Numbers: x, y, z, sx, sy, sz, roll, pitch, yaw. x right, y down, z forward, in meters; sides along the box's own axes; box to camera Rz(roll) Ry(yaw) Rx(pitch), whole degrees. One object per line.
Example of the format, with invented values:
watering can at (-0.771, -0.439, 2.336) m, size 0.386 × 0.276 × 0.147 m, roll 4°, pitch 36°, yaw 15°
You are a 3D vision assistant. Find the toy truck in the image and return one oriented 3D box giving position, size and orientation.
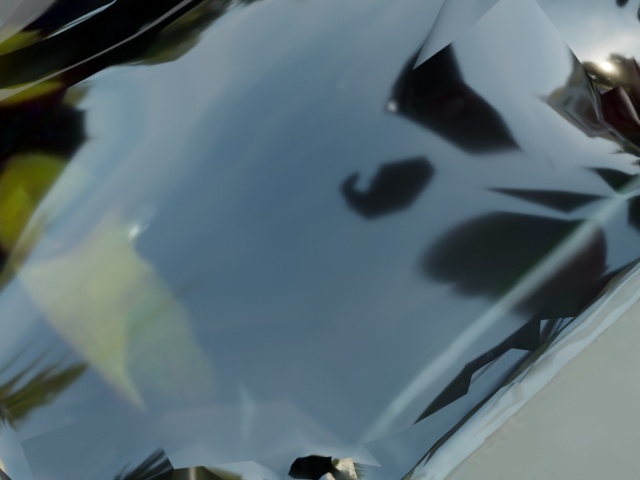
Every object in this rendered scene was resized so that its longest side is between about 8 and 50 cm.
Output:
toy truck at (0.000, 0.000, 0.508) m, size 0.180 × 0.405 × 0.254 m, roll -40°, pitch 117°, yaw -5°
